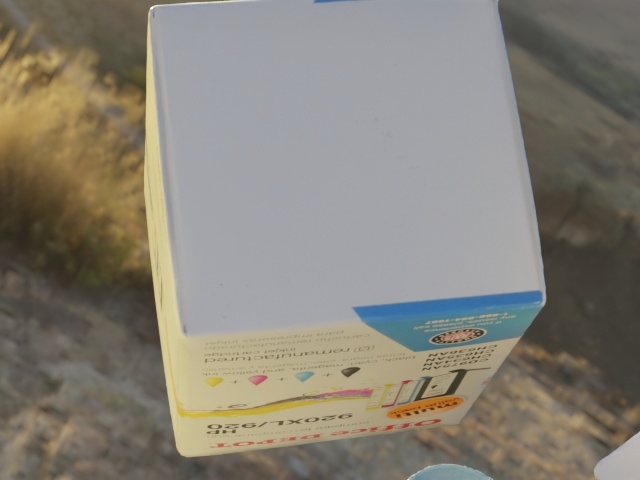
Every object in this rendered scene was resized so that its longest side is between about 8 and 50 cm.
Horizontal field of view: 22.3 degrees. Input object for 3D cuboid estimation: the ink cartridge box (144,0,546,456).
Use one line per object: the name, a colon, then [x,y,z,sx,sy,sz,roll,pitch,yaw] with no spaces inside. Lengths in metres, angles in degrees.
ink cartridge box: [0.000,0.000,0.845,0.171,0.168,0.232,-5,-20,-7]

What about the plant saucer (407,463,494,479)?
plant saucer: [0.106,0.266,1.215,0.195,0.037,0.195,24,51,-33]

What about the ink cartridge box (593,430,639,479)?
ink cartridge box: [0.207,0.117,0.646,0.198,0.115,0.067,48,-9,35]
